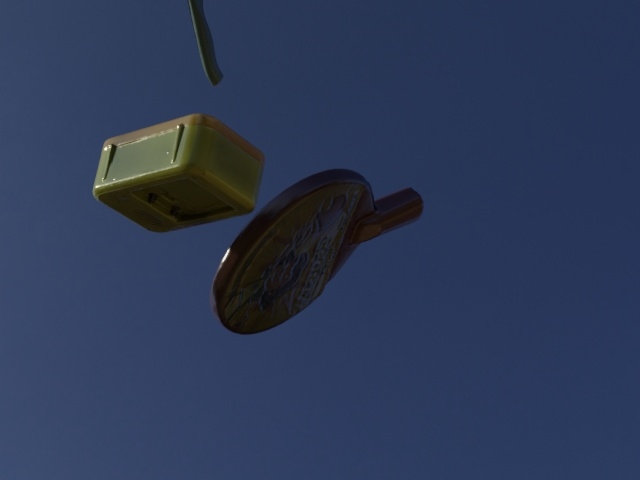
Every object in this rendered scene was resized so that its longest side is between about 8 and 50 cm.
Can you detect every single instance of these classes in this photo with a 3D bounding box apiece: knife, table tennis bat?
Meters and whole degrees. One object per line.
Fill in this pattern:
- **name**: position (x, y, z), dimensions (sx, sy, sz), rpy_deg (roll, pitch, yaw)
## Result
- **knife**: position (-0.149, -0.288, 1.469), dimensions (0.015, 0.028, 0.210), rpy_deg (4, -69, 48)
- **table tennis bat**: position (0.000, 0.000, 1.306), dimensions (0.310, 0.038, 0.200), rpy_deg (-22, -36, -43)

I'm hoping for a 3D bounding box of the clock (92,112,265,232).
- **clock**: position (-0.185, -0.086, 1.613), dimensions (0.202, 0.096, 0.143), rpy_deg (-11, -30, 36)
